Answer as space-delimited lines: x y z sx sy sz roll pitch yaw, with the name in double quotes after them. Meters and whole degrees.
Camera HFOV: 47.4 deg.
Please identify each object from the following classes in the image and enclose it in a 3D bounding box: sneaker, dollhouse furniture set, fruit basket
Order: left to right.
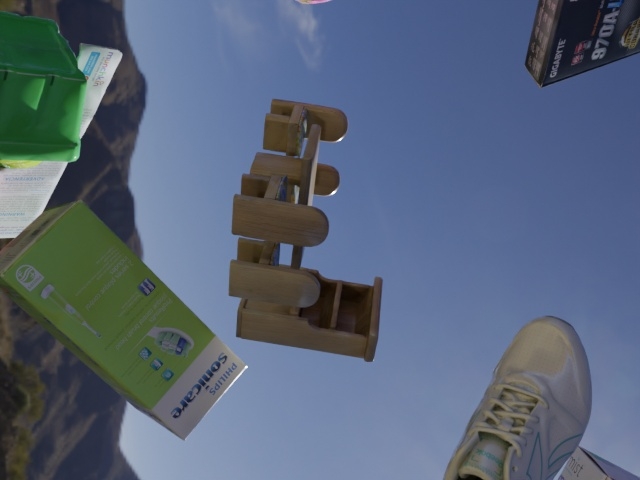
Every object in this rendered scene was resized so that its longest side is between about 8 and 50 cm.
-0.441 -0.114 0.849 0.353 0.327 0.165 -43 -114 36 "fruit basket"
0.000 0.000 0.804 0.212 0.160 0.242 -78 177 -54 "dollhouse furniture set"
0.098 0.105 0.371 0.053 0.061 0.152 15 -109 33 "sneaker"

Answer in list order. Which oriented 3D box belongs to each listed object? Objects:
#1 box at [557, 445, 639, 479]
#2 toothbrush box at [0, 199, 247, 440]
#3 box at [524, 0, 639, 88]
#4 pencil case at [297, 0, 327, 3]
0.407 0.436 0.935 0.231 0.261 0.127 -63 180 3 "box"
-0.258 0.095 0.898 0.283 0.122 0.206 50 -23 -19 "toothbrush box"
0.366 -0.313 0.933 0.220 0.175 0.051 82 -14 -58 "box"
0.140 -0.343 0.781 0.160 0.385 0.167 -22 116 -69 "pencil case"
